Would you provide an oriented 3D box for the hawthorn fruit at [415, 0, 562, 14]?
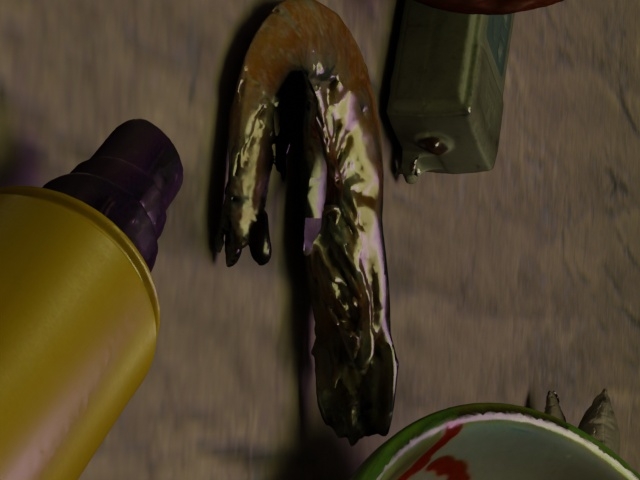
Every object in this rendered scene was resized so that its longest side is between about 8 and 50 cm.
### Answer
[{"bbox_3d":[0.104,-0.178,0.938,0.149,0.189,0.149,-156,-90,-87],"label":"hawthorn fruit"}]

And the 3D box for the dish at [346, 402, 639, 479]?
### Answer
[{"bbox_3d":[0.082,0.251,0.906,0.324,0.124,0.324,24,53,-35],"label":"dish"}]

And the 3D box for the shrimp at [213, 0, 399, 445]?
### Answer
[{"bbox_3d":[0.000,0.000,0.831,0.152,0.046,0.219,-40,126,-67],"label":"shrimp"}]

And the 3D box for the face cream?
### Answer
[{"bbox_3d":[-0.096,0.042,0.499,0.273,0.078,0.078,-60,147,-54],"label":"face cream"}]

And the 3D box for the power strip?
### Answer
[{"bbox_3d":[0.086,-0.161,1.062,0.078,0.052,0.272,58,38,-58],"label":"power strip"}]

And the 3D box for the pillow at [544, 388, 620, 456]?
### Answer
[{"bbox_3d":[0.184,0.213,1.372,0.181,0.077,0.134,-72,159,-47],"label":"pillow"}]
